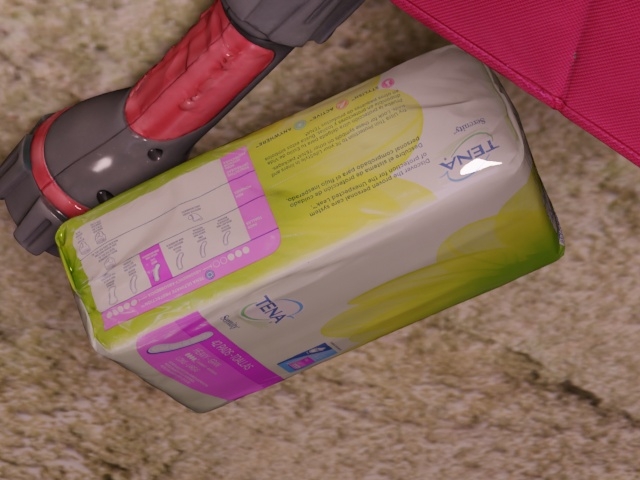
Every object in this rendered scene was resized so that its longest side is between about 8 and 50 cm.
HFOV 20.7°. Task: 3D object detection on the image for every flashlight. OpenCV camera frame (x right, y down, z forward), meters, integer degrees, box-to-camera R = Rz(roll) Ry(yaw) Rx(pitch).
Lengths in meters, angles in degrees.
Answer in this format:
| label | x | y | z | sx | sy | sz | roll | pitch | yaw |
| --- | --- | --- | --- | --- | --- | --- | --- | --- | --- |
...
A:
| label | x | y | z | sx | sy | sz | roll | pitch | yaw |
| --- | --- | --- | --- | --- | --- | --- | --- | --- | --- |
| flashlight | -0.089 | -0.096 | 1.090 | 0.103 | 0.103 | 0.304 | 24 | 136 | -28 |

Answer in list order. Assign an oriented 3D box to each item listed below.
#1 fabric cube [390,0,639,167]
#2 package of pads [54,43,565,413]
| label | x | y | z | sx | sy | sz | roll | pitch | yaw |
| --- | --- | --- | --- | --- | --- | --- | --- | --- | --- |
| fabric cube | 0.196 | -0.207 | 0.767 | 0.259 | 0.254 | 0.258 | 36 | 149 | 21 |
| package of pads | 0.000 | 0.000 | 1.138 | 0.296 | 0.101 | 0.229 | -25 | 159 | 5 |
